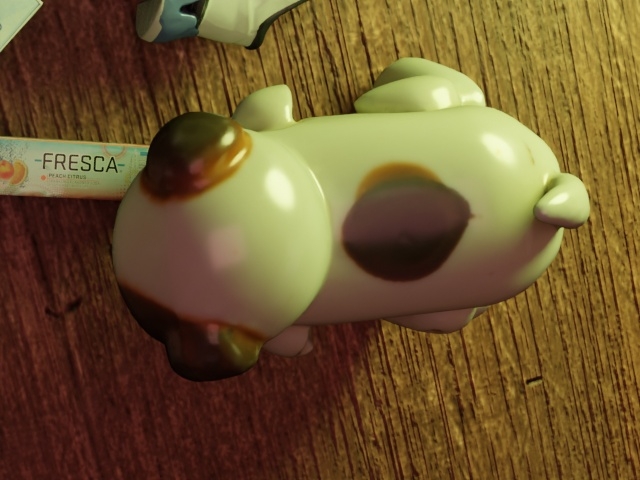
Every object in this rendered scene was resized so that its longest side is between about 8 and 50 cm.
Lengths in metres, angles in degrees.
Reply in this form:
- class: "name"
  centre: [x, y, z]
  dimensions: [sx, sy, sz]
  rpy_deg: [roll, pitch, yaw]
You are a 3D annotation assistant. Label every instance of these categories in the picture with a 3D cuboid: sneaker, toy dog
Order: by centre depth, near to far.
- class: "toy dog"
  centre: [0.000, 0.000, 1.259]
  dimensions: [0.408, 0.395, 0.284]
  rpy_deg: [-9, 109, -34]
- class: "sneaker"
  centre: [-0.059, -0.328, 1.366]
  dimensions: [0.182, 0.127, 0.315]
  rpy_deg: [14, 94, -26]

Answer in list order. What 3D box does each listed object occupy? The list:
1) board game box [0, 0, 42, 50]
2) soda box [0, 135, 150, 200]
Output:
- class: "board game box"
  centre: [-0.450, -0.202, 1.179]
  dimensions: [0.318, 0.066, 0.318]
  rpy_deg: [-53, 130, -16]
- class: "soda box"
  centre: [-0.243, -0.071, 1.363]
  dimensions: [0.183, 0.063, 0.058]
  rpy_deg: [3, 94, -18]
